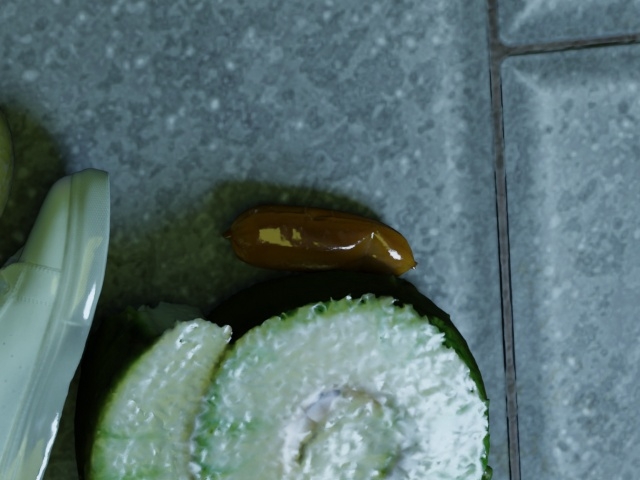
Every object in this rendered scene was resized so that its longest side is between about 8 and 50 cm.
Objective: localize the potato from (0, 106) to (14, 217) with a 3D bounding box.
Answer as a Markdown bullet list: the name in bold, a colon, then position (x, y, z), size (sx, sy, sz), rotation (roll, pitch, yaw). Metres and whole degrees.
- **potato**: position (-0.355, -0.028, 1.597), size (0.174, 0.159, 0.251), rotation (23, 105, 7)

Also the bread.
- **bread**: position (-0.038, 0.178, 1.723), size (0.382, 0.129, 0.366), rotation (39, 96, -19)

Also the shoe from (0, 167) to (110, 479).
- **shoe**: position (-0.287, 0.096, 1.657), size (0.160, 0.132, 0.363), rotation (15, 102, -11)

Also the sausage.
- **sausage**: position (0.000, 0.000, 1.738), size (0.183, 0.054, 0.062), rotation (4, 133, -16)
